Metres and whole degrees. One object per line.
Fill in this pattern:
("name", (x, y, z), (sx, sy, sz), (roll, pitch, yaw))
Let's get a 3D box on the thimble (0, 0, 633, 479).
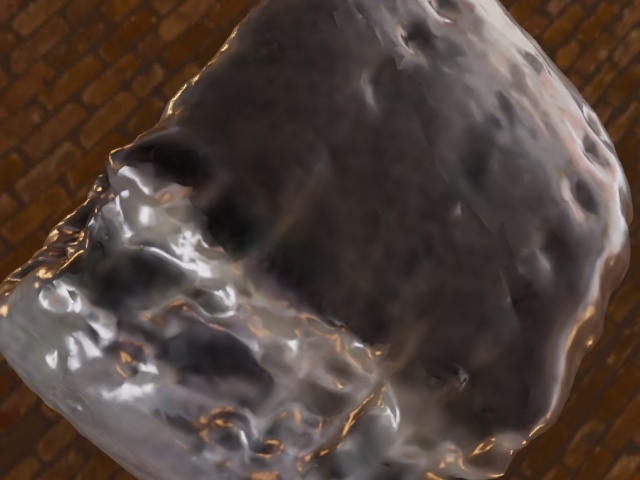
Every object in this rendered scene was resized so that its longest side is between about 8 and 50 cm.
("thimble", (0.000, 0.000, 0.496), (0.157, 0.217, 0.245), (42, -160, -8))
